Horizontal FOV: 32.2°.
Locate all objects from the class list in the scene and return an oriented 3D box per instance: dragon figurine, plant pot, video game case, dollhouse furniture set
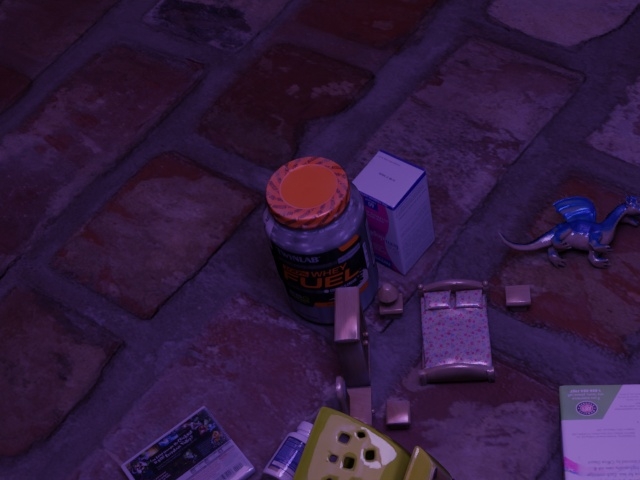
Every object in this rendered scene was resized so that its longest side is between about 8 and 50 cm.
[{"bbox_3d":[0.496,-0.026,2.169,0.289,0.085,0.144,0,52,11],"label":"dragon figurine"},{"bbox_3d":[0.083,0.419,1.779,0.207,0.227,0.228,13,73,23],"label":"plant pot"},{"bbox_3d":[-0.241,0.415,2.014,0.190,0.022,0.173,-35,54,-15],"label":"video game case"},{"bbox_3d":[0.211,0.181,2.007,0.355,0.174,0.303,-5,52,8],"label":"dollhouse furniture set"}]

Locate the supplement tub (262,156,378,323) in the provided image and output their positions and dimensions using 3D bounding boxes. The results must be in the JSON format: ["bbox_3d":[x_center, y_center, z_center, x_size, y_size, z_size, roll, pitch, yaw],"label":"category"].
[{"bbox_3d":[0.000,0.000,2.103,0.193,0.316,0.193,-6,51,8],"label":"supplement tub"}]

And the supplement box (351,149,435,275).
[{"bbox_3d":[0.143,-0.052,2.177,0.111,0.220,0.114,27,63,29],"label":"supplement box"}]

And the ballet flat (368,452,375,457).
[{"bbox_3d":[0.107,0.403,1.929,0.057,0.052,0.168,-29,52,-11],"label":"ballet flat"}]

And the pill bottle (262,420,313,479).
[{"bbox_3d":[-0.046,0.383,1.968,0.067,0.067,0.120,21,59,26],"label":"pill bottle"}]

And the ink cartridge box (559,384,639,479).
[{"bbox_3d":[0.499,0.413,1.796,0.207,0.119,0.353,-2,51,10],"label":"ink cartridge box"}]
